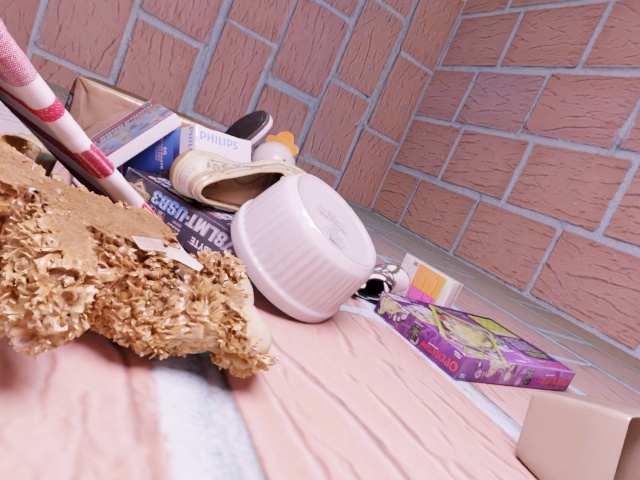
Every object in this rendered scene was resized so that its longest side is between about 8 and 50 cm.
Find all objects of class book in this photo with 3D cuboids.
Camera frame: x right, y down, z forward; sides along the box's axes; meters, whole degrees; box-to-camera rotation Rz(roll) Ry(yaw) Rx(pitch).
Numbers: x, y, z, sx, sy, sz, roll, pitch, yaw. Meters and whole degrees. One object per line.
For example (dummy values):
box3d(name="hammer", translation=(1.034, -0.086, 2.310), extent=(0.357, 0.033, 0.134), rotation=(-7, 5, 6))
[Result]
box3d(name="book", translation=(0.223, 0.102, 0.966), extent=(0.035, 0.096, 0.144), rotation=(15, 14, -42))

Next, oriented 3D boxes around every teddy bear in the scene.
box3d(name="teddy bear", translation=(-0.188, 0.030, 0.378), extent=(0.338, 0.113, 0.245), rotation=(26, 11, -41))

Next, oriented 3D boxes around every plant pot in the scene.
box3d(name="plant pot", translation=(0.275, 0.215, 0.469), extent=(0.109, 0.109, 0.096), rotation=(17, 0, -39))

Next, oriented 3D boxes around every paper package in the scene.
box3d(name="paper package", translation=(-0.482, -0.286, 1.149), extent=(0.309, 0.168, 0.325), rotation=(18, 12, -28))

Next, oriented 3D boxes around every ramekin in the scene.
box3d(name="ramekin", translation=(-0.013, 0.002, 0.632), extent=(0.207, 0.109, 0.207), rotation=(41, 25, -24))

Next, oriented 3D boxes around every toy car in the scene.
box3d(name="toy car", translation=(-0.113, -0.155, 1.116), extent=(0.210, 0.238, 0.219), rotation=(28, 10, 22))

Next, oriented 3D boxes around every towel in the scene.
box3d(name="towel", translation=(-0.281, -0.115, 0.487), extent=(0.237, 0.037, 0.329), rotation=(31, -22, 33))

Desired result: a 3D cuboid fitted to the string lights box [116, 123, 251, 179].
box3d(name="string lights box", translation=(-0.273, -0.155, 0.869), extent=(0.259, 0.077, 0.133), rotation=(-2, -4, 37))

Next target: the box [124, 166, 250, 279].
box3d(name="box", translation=(-0.153, -0.026, 0.806), extent=(0.295, 0.073, 0.293), rotation=(28, 12, 28))

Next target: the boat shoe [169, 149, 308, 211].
box3d(name="boat shoe", translation=(-0.109, -0.082, 0.754), extent=(0.285, 0.105, 0.089), rotation=(-2, 31, -45))

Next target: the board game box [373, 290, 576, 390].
box3d(name="board game box", translation=(0.284, 0.186, 0.809), extent=(0.346, 0.056, 0.208), rotation=(18, 7, -34))

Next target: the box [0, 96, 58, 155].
box3d(name="box", translation=(-0.595, -0.239, 0.748), extent=(0.180, 0.119, 0.182), rotation=(26, 9, 15))

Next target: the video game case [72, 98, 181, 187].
box3d(name="video game case", translation=(-0.387, -0.200, 0.865), extent=(0.285, 0.204, 0.025), rotation=(38, -18, 55))

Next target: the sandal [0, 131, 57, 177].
box3d(name="sandal", translation=(-0.432, -0.131, 0.653), extent=(0.079, 0.088, 0.240), rotation=(25, 12, -32))

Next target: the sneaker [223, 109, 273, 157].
box3d(name="sneaker", translation=(-0.199, -0.214, 1.229), extent=(0.178, 0.295, 0.124), rotation=(32, 35, -42))

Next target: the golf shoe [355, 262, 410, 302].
box3d(name="golf shoe", translation=(0.116, 0.091, 0.876), extent=(0.198, 0.077, 0.094), rotation=(12, 29, -36))
